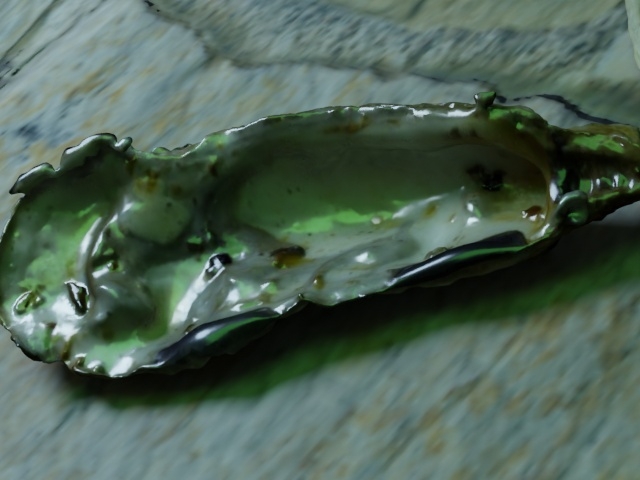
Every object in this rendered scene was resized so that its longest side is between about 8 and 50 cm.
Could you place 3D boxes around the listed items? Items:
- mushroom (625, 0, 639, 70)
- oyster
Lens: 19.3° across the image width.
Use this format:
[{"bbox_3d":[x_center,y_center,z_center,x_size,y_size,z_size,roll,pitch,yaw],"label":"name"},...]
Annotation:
[{"bbox_3d":[0.170,-0.125,1.023,0.028,0.026,0.286,-33,38,11],"label":"mushroom"},{"bbox_3d":[0.000,-0.002,0.921,0.345,0.078,0.129,-10,60,11],"label":"oyster"}]
